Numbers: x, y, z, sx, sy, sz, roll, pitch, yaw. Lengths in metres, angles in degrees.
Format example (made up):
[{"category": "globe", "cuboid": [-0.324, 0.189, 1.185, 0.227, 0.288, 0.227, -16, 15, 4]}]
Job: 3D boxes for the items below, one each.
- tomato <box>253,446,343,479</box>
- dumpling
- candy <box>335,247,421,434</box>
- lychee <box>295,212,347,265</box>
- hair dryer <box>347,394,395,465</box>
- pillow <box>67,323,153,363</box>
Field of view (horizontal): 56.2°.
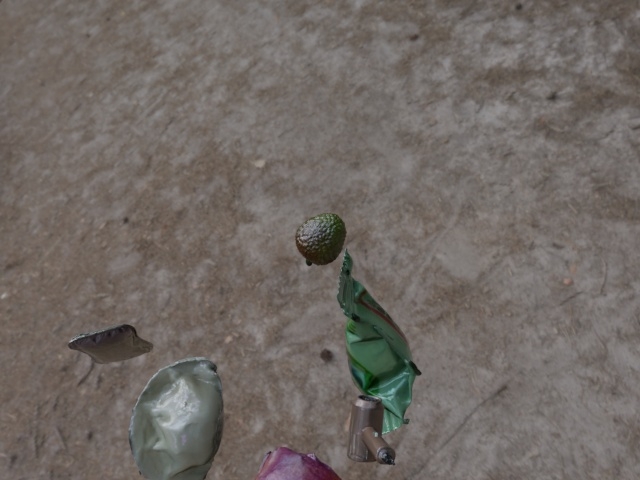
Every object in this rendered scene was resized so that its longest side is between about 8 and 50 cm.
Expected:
[{"category": "tomato", "cuboid": [-0.057, 0.635, 1.287, 0.290, 0.176, 0.334, 20, 103, 18]}, {"category": "dumpling", "cuboid": [-0.254, 0.333, 1.071, 0.142, 0.173, 0.246, 5, 91, 63]}, {"category": "candy", "cuboid": [0.119, 0.238, 1.492, 0.172, 0.397, 0.263, -24, 18, 5]}, {"category": "lychee", "cuboid": [0.000, 0.000, 1.352, 0.146, 0.114, 0.114, -53, 32, 37]}, {"category": "hair dryer", "cuboid": [0.099, 0.357, 1.076, 0.182, 0.064, 0.117, -171, 87, -77]}, {"category": "pillow", "cuboid": [-0.426, 0.217, 1.235, 0.131, 0.232, 0.038, -17, 69, -10]}]
